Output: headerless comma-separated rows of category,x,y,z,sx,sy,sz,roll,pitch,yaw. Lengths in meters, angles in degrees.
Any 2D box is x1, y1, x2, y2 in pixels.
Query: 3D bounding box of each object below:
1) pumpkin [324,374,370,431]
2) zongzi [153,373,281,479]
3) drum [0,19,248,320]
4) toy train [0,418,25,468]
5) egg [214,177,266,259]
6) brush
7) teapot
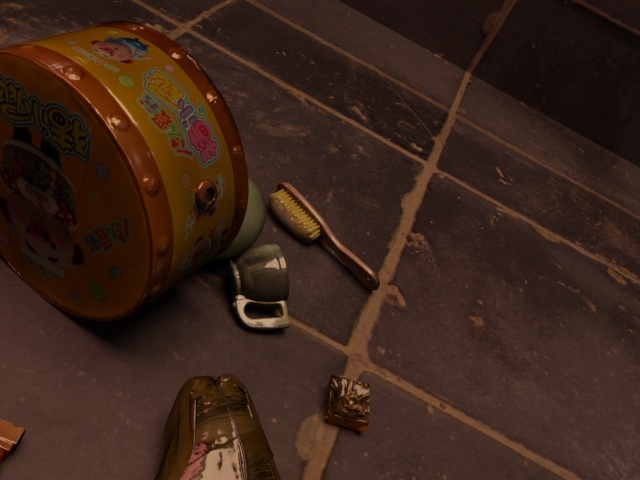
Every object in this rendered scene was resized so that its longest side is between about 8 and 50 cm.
pumpkin,0.045,0.270,1.086,0.074,0.054,0.083,16,45,-10
zongzi,-0.193,0.303,0.849,0.274,0.125,0.250,-7,51,-29
drum,-0.328,-0.103,0.982,0.431,0.431,0.214,38,41,12
toy train,-0.421,0.268,0.810,0.064,0.044,0.103,31,36,-14
egg,-0.185,-0.051,1.202,0.168,0.168,0.231,29,15,0
brush,-0.001,0.002,1.364,0.067,0.072,0.313,-38,73,-26
teapot,-0.115,0.084,1.180,0.108,0.149,0.111,-9,11,-19
